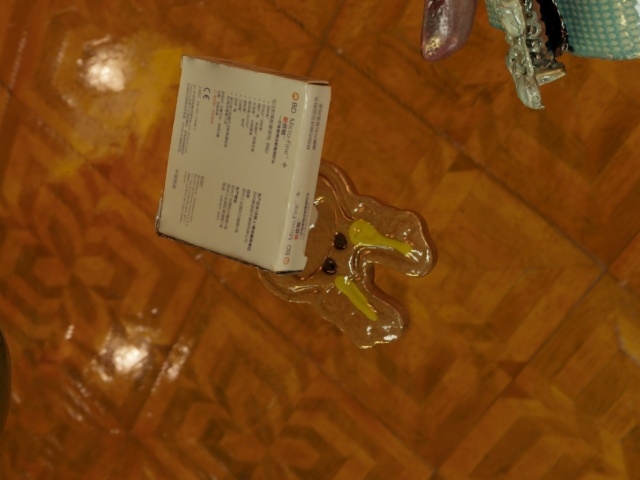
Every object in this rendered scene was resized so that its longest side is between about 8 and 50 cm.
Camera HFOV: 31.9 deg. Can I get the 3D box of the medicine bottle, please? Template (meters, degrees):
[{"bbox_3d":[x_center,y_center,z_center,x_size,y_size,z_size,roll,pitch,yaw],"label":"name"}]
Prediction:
[{"bbox_3d":[-0.083,-0.081,1.160,0.171,0.052,0.201,16,103,31],"label":"medicine bottle"}]

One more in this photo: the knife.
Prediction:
[{"bbox_3d":[0.083,-0.261,0.759,0.053,0.123,0.278,8,106,45],"label":"knife"}]

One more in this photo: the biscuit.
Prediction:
[{"bbox_3d":[-0.002,0.000,1.348,0.295,0.044,0.186,27,102,27],"label":"biscuit"}]

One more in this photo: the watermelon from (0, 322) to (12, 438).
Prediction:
[{"bbox_3d":[-0.265,0.070,0.601,0.188,0.188,0.215,37,157,15],"label":"watermelon"}]

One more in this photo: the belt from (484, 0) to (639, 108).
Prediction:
[{"bbox_3d":[0.111,-0.119,0.559,0.179,0.100,0.065,-124,13,-71],"label":"belt"}]
